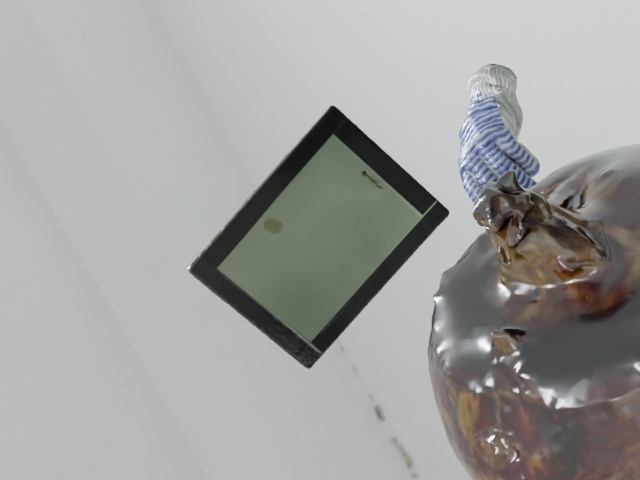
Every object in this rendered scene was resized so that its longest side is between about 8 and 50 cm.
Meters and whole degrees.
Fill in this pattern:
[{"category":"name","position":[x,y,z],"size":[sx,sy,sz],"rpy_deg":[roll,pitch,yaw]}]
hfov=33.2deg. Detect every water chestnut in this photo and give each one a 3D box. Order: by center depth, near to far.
[{"category":"water chestnut","position":[0.225,0.059,0.825],"size":[0.302,0.350,0.350],"rpy_deg":[49,-143,-25]}]

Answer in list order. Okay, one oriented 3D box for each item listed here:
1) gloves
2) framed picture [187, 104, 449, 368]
[{"category":"gloves","position":[0.226,-0.123,1.401],"size":[0.097,0.119,0.229],"rpy_deg":[-2,-118,-6]},{"category":"framed picture","position":[0.000,0.000,1.689],"size":[0.265,0.347,0.016],"rpy_deg":[40,-176,-15]}]
